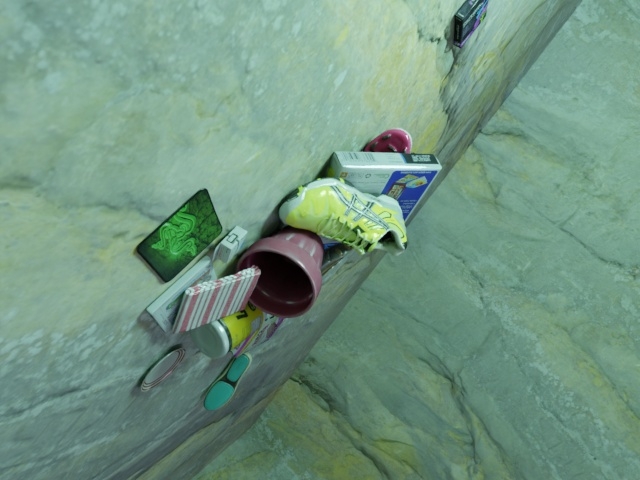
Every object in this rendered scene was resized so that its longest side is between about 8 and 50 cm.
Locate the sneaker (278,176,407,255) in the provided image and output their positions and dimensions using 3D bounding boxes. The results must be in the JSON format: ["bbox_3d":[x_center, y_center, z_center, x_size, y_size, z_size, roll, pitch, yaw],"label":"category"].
[{"bbox_3d":[0.077,-0.049,1.218,0.384,0.147,0.145,4,139,-34],"label":"sneaker"}]

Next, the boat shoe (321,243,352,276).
[{"bbox_3d":[-0.005,0.053,1.569,0.324,0.123,0.116,-35,166,-19],"label":"boat shoe"}]

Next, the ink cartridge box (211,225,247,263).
[{"bbox_3d":[-0.186,0.013,1.008,0.083,0.028,0.048,-55,173,-47],"label":"ink cartridge box"}]

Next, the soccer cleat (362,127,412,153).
[{"bbox_3d":[0.163,-0.209,1.440,0.331,0.116,0.143,-55,176,40],"label":"soccer cleat"}]

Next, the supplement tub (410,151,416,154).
[{"bbox_3d":[0.335,-0.233,1.896,0.198,0.106,0.106,-54,166,16],"label":"supplement tub"}]

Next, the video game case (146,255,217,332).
[{"bbox_3d":[-0.282,0.114,1.026,0.157,0.019,0.143,-45,166,-22],"label":"video game case"}]

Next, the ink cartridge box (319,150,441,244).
[{"bbox_3d":[0.133,-0.112,1.355,0.303,0.072,0.307,-4,146,-25],"label":"ink cartridge box"}]

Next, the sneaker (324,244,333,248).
[{"bbox_3d":[0.000,0.000,1.485,0.209,0.082,0.069,-43,160,-23],"label":"sneaker"}]

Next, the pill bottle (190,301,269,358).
[{"bbox_3d":[-0.215,0.195,1.240,0.208,0.119,0.119,-34,159,-51],"label":"pill bottle"}]

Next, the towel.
[{"bbox_3d":[-0.230,0.130,1.084,0.197,0.029,0.144,-16,145,-43],"label":"towel"}]

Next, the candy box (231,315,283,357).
[{"bbox_3d":[-0.199,0.274,1.600,0.159,0.071,0.233,-53,165,15],"label":"candy box"}]

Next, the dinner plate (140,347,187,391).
[{"bbox_3d":[-0.390,0.315,1.216,0.141,0.017,0.141,-47,165,-16],"label":"dinner plate"}]

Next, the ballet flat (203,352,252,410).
[{"bbox_3d":[-0.333,0.507,1.789,0.248,0.086,0.086,-51,166,-1],"label":"ballet flat"}]

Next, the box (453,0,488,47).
[{"bbox_3d":[0.402,-0.600,1.309,0.116,0.029,0.162,-52,165,5],"label":"box"}]

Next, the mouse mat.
[{"bbox_3d":[-0.242,-0.003,0.876,0.152,0.007,0.190,-46,165,-17],"label":"mouse mat"}]

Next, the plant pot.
[{"bbox_3d":[-0.078,0.057,1.202,0.201,0.201,0.180,-61,178,37],"label":"plant pot"}]
